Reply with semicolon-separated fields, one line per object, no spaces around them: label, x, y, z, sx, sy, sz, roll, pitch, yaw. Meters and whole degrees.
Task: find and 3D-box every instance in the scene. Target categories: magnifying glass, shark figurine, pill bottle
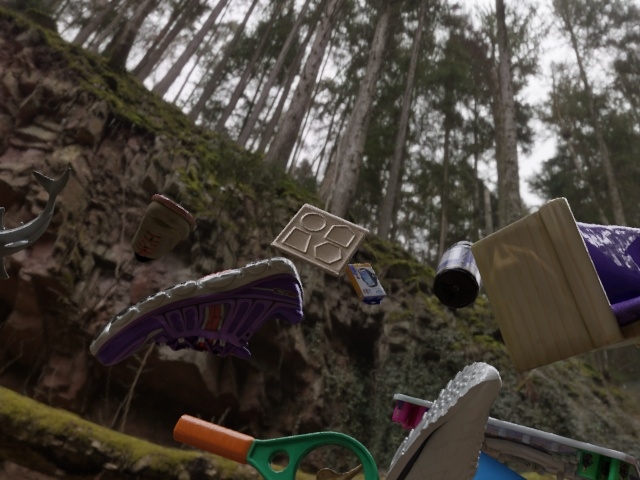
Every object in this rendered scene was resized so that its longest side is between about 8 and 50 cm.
magnifying glass;-0.050;0.228;0.664;0.231;0.092;0.026;13;-33;20
shark figurine;-0.614;-0.025;1.326;0.116;0.278;0.166;4;-53;43
pill bottle;0.386;0.086;1.762;0.123;0.219;0.122;8;-65;17

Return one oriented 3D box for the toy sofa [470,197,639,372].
toy sofa;0.356;0.041;0.727;0.363;0.150;0.177;3;-26;-43

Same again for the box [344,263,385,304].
box;0.134;0.127;1.862;0.081;0.136;0.028;-1;-42;-34

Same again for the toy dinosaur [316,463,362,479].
toy dinosaur;0.033;0.546;1.411;0.183;0.053;0.092;-23;-98;12

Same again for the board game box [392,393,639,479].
board game box;0.365;0.396;1.152;0.390;0.050;0.390;8;-23;33

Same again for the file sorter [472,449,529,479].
file sorter;0.261;0.426;1.000;0.170;0.118;0.104;28;-49;30

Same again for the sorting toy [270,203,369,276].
sorting toy;0.000;0.000;1.645;0.193;0.208;0.038;24;-46;15

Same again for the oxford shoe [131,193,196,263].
oxford shoe;-0.401;-0.013;1.591;0.123;0.130;0.348;33;-22;-6

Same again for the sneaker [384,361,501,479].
sneaker;0.180;0.261;0.845;0.095;0.090;0.235;35;-61;11

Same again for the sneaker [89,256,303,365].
sneaker;-0.087;0.064;0.488;0.170;0.071;0.068;-16;-5;-22
